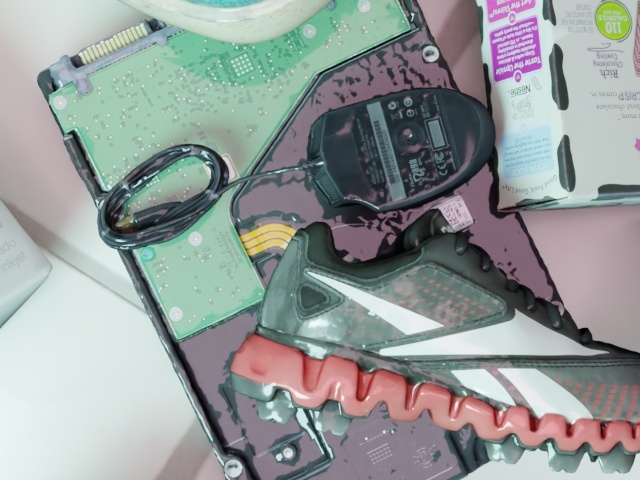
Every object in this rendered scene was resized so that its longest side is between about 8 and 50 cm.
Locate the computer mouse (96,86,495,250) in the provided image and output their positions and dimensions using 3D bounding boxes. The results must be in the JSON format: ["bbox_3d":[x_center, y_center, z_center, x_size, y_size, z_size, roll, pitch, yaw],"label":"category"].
[{"bbox_3d":[-0.015,-0.038,0.849,0.242,0.041,0.071,-12,78,3],"label":"computer mouse"}]

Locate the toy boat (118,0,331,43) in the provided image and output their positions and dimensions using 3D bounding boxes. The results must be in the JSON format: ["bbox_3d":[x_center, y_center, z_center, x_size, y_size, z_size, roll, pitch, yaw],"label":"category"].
[{"bbox_3d":[-0.043,-0.279,0.843,0.267,0.148,0.318,32,74,26],"label":"toy boat"}]

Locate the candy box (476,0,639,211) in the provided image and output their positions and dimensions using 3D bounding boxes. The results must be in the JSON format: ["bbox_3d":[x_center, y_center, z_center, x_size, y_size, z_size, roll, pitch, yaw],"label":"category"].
[{"bbox_3d":[0.178,-0.138,0.878,0.159,0.071,0.233,-3,85,-31],"label":"candy box"}]

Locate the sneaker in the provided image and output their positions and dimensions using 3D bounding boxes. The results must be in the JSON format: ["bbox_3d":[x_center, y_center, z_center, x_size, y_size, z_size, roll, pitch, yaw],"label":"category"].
[{"bbox_3d":[0.092,0.054,0.814,0.276,0.097,0.135,10,89,-1],"label":"sneaker"}]

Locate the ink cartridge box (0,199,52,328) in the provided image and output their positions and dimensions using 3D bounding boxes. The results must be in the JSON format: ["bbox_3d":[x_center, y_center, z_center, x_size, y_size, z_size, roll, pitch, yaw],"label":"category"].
[{"bbox_3d":[-0.337,-0.028,0.793,0.306,0.131,0.226,52,48,-1],"label":"ink cartridge box"}]

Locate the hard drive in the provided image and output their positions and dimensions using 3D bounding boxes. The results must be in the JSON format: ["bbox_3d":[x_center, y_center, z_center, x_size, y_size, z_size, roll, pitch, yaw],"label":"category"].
[{"bbox_3d":[0.000,0.000,0.893,0.237,0.064,0.339,-27,89,-5],"label":"hard drive"}]
